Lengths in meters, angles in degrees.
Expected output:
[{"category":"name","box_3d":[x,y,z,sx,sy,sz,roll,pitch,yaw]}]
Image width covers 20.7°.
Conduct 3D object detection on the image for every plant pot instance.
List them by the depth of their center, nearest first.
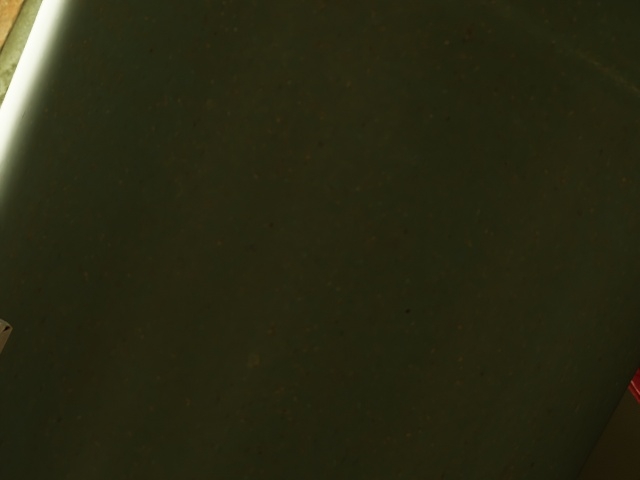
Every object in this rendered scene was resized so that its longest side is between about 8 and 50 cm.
[{"category":"plant pot","box_3d":[0.000,0.000,0.722,0.341,0.334,0.341,24,-5,2]}]

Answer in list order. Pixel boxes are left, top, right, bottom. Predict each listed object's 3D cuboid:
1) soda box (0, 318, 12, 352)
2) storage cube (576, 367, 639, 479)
[{"category":"soda box","box_3d":[-0.196,0.018,0.502,0.098,0.091,0.286,29,-7,-31]},{"category":"storage cube","box_3d":[0.154,0.145,1.089,0.193,0.215,0.183,21,35,-56]}]
